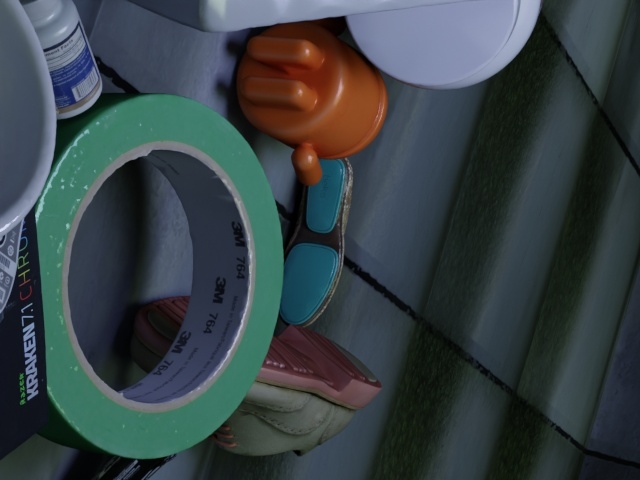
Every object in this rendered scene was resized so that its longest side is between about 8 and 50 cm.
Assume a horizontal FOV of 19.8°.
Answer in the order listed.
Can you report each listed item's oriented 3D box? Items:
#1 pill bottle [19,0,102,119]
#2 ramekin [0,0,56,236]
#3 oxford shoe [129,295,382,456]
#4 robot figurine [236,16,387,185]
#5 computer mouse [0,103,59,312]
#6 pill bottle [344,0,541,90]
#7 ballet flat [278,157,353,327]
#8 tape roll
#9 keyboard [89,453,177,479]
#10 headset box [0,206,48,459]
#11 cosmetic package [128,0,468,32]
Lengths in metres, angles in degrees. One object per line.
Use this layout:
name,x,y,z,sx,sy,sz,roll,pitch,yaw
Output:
pill bottle,-0.226,-0.163,1.513,0.067,0.067,0.120,-59,150,-34
ramekin,-0.314,-0.091,1.143,0.277,0.135,0.277,29,46,-34
oxford shoe,-0.079,0.162,1.919,0.146,0.140,0.397,-54,145,9
robot figurine,-0.007,-0.153,1.919,0.158,0.128,0.219,62,16,19
computer mouse,-0.236,-0.035,1.284,0.106,0.042,0.193,51,45,-58
pill bottle,0.133,-0.272,1.948,0.363,0.210,0.210,-57,155,-75
ballet flat,0.000,0.000,2.086,0.067,0.073,0.206,3,103,-80
tape roll,-0.165,0.030,1.624,0.321,0.077,0.321,-7,99,-49
keyboard,-0.199,0.221,1.781,0.192,0.038,0.100,-45,154,-18
headset box,-0.336,0.077,1.321,0.283,0.131,0.246,-38,134,-54
cosmetic package,-0.039,-0.393,1.374,0.329,0.327,0.393,-12,115,-35
